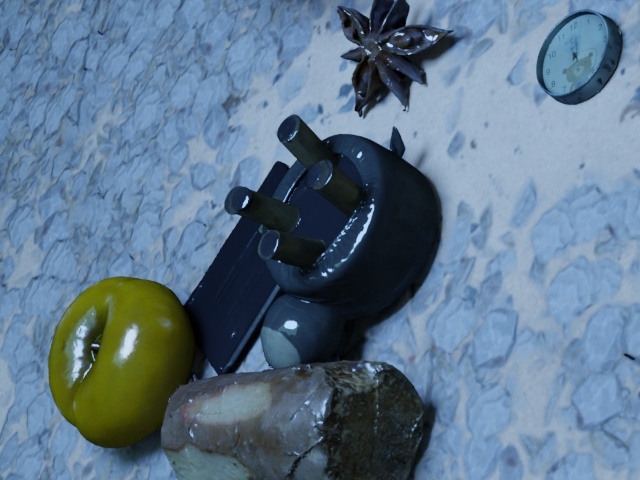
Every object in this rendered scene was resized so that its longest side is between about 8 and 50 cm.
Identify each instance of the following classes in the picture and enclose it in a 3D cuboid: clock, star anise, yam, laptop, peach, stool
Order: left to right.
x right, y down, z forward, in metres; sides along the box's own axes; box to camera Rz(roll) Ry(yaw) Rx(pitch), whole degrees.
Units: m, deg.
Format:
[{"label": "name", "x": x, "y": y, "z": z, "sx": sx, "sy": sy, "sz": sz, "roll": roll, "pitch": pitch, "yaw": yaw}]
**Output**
[{"label": "peach", "x": -0.200, "y": 0.119, "z": 1.958, "sx": 0.179, "sy": 0.103, "sz": 0.179, "roll": -27, "pitch": 53, "yaw": 44}, {"label": "laptop", "x": -0.069, "y": 0.026, "z": 1.924, "sx": 0.197, "sy": 0.016, "sz": 0.135, "roll": -56, "pitch": 36, "yaw": 11}, {"label": "yam", "x": -0.028, "y": 0.175, "z": 1.701, "sx": 0.238, "sy": 0.129, "sz": 0.128, "roll": -10, "pitch": 53, "yaw": 45}, {"label": "stool", "x": 0.006, "y": 0.000, "z": 1.745, "sx": 0.153, "sy": 0.139, "sz": 0.228, "roll": -13, "pitch": 59, "yaw": 44}, {"label": "star anise", "x": 0.071, "y": -0.182, "z": 1.842, "sx": 0.129, "sy": 0.056, "sz": 0.124, "roll": -14, "pitch": 84, "yaw": 42}, {"label": "clock", "x": 0.219, "y": -0.157, "z": 1.673, "sx": 0.085, "sy": 0.017, "sz": 0.085, "roll": -28, "pitch": 49, "yaw": 39}]

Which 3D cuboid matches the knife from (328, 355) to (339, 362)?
[{"label": "knife", "x": 0.013, "y": 0.122, "z": 1.775, "sx": 0.014, "sy": 0.005, "sz": 0.091, "roll": -27, "pitch": 50, "yaw": 33}]
